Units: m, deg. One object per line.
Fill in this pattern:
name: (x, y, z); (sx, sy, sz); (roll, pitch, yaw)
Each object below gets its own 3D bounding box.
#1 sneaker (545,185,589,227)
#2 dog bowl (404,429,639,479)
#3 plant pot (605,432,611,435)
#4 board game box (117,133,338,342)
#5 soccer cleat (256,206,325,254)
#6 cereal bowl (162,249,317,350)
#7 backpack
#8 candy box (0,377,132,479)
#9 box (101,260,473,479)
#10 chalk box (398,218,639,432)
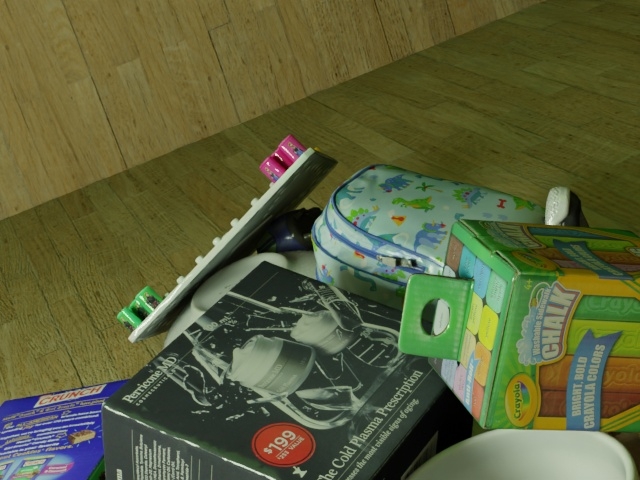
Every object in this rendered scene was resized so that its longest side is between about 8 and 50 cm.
sneaker: (0.368, 0.045, 1.717); (0.153, 0.269, 0.101); (-8, 28, 14)
dog bowl: (0.207, 0.302, 1.418); (0.264, 0.104, 0.265); (-17, 20, 6)
plant pot: (0.319, 0.178, 1.655); (0.096, 0.109, 0.109); (12, 34, 33)
board game box: (-0.139, -0.007, 2.175); (0.390, 0.050, 0.390); (-46, -4, 5)
soccer cleat: (-0.001, -0.001, 2.294); (0.121, 0.093, 0.289); (-32, -18, 28)
cereal bowl: (-0.093, 0.118, 2.058); (0.338, 0.141, 0.339); (-21, 23, 10)
backpack: (0.157, 0.038, 1.876); (0.355, 0.273, 0.290); (5, 33, 40)
candy box: (-0.362, 0.322, 1.850); (0.268, 0.122, 0.317); (-12, 22, 20)
box: (-0.027, 0.218, 1.589); (0.312, 0.179, 0.343); (18, 36, 24)
chalk box: (0.230, 0.089, 1.470); (0.288, 0.180, 0.179); (2, 18, -17)
